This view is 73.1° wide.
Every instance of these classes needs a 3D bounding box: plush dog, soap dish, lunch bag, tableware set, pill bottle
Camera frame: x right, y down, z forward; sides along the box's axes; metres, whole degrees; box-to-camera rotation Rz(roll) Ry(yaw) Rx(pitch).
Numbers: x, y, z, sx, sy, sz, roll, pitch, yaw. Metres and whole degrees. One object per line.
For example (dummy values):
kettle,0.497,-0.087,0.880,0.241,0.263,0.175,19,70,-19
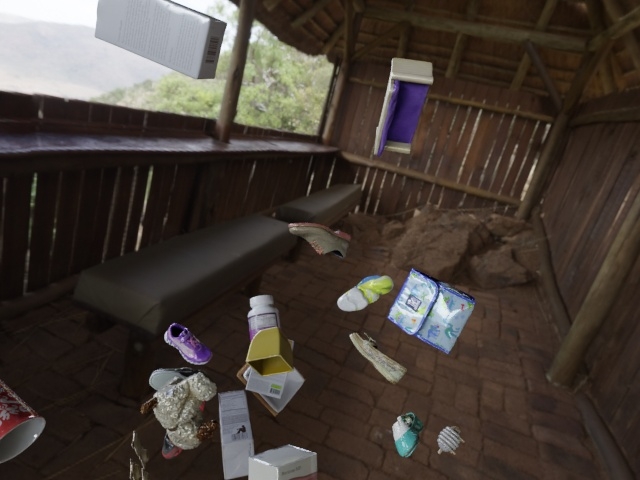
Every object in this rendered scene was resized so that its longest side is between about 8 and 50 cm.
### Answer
plush dog,-0.468,0.598,1.461,0.262,0.225,0.211,-23,4,36
soap dish,-0.238,0.649,2.063,0.229,0.291,0.118,-46,20,-27
lunch bag,0.239,0.149,0.937,0.151,0.128,0.096,28,8,15
tableware set,-0.517,0.643,1.241,0.020,0.168,0.141,-14,41,-12
pill bottle,-0.293,0.448,2.276,0.169,0.301,0.169,-9,-19,-3

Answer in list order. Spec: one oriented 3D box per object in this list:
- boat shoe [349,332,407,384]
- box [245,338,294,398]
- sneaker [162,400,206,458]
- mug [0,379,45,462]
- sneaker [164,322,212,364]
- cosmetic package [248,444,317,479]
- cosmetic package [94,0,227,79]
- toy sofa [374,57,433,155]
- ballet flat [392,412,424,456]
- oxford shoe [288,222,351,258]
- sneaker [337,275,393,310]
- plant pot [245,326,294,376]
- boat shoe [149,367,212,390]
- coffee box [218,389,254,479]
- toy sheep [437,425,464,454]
boat shoe,0.243,0.489,1.854,0.285,0.089,0.104,42,-2,28
box,-0.157,0.395,1.388,0.114,0.103,0.203,16,12,-1
sneaker,-0.568,0.733,1.716,0.098,0.276,0.135,22,-8,31
mug,-0.701,0.374,0.905,0.169,0.113,0.150,35,37,16
sneaker,-0.561,0.431,1.830,0.236,0.104,0.095,32,45,12
cosmetic package,-0.096,0.720,1.137,0.153,0.296,0.129,6,-12,-45
cosmetic package,-0.619,-0.819,1.680,0.453,0.230,0.161,24,24,3
toy sofa,0.308,-0.483,1.641,0.150,0.362,0.177,8,57,1
ballet flat,0.270,0.610,1.378,0.087,0.083,0.247,46,10,19
oxford shoe,0.000,0.000,2.072,0.348,0.130,0.123,15,-13,-28
sneaker,0.176,0.211,1.752,0.240,0.091,0.126,-21,8,-6
plant pot,-0.109,0.241,0.958,0.081,0.081,0.083,-14,47,14
boat shoe,-0.640,0.635,1.975,0.303,0.114,0.091,30,6,-38
coffee box,-0.338,0.758,1.717,0.119,0.168,0.297,-4,19,-15
toy sheep,0.511,0.795,1.716,0.091,0.091,0.132,29,64,36
